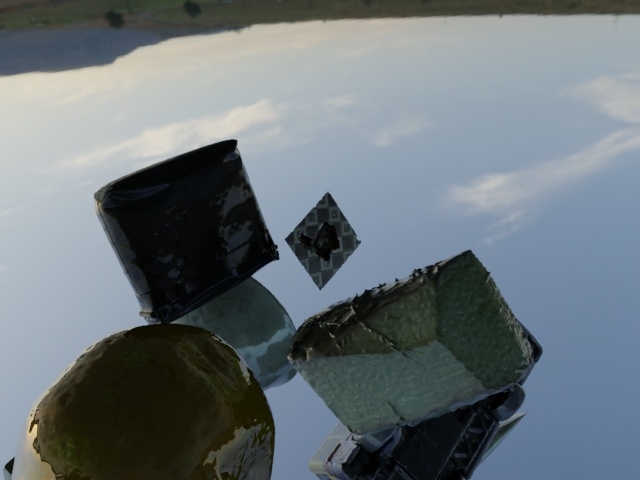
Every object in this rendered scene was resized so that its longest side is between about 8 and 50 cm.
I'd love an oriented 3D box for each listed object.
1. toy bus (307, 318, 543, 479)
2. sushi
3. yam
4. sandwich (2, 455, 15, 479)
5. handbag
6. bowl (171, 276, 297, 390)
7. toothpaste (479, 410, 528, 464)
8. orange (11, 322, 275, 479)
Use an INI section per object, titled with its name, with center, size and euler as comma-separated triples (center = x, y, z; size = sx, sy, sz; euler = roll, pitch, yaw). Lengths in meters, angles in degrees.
[toy bus]
center = 0.200, 0.312, 1.039
size = 0.440, 0.209, 0.249
euler = -47, 180, -28
[sushi]
center = 0.000, 0.000, 0.932
size = 0.026, 0.120, 0.126
euler = 3, -136, 50
[yam]
center = 0.128, 0.134, 0.759
size = 0.271, 0.202, 0.201
euler = -31, -171, 46
[sandwich]
center = -0.630, 0.536, 1.306
size = 0.117, 0.144, 0.187
euler = 35, -133, 19
[handbag]
center = -0.186, -0.017, 0.831
size = 0.247, 0.223, 0.080
euler = -30, -165, -34
[bowl]
center = -0.203, 0.199, 1.017
size = 0.313, 0.313, 0.146
euler = 8, -144, 29
[toothpaste]
center = 0.386, 0.516, 1.350
size = 0.314, 0.056, 0.058
euler = -32, -148, -23
[orange]
center = -0.175, 0.231, 0.595
size = 0.235, 0.279, 0.279
euler = 12, -149, 33
